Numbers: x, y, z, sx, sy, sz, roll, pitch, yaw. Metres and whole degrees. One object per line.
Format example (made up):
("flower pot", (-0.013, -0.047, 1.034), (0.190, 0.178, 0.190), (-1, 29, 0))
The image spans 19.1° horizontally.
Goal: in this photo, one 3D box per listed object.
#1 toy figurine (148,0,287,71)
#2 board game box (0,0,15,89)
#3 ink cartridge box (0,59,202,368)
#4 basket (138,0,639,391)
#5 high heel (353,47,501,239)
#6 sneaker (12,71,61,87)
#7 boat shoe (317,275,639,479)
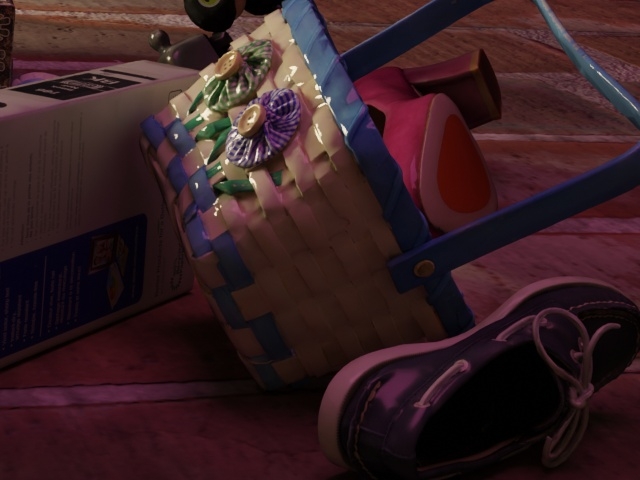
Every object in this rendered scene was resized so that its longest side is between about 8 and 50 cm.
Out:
("toy figurine", (-0.106, -0.203, 1.843), (0.148, 0.210, 0.213), (-28, 40, -36))
("board game box", (-0.434, -0.176, 1.742), (0.291, 0.141, 0.232), (2, 16, -13))
("ink cartridge box", (-0.183, -0.015, 1.215), (0.065, 0.165, 0.332), (13, 16, 24))
("basket", (0.045, -0.052, 1.204), (0.289, 0.201, 0.255), (-25, 35, -3))
("high heel", (0.058, -0.063, 1.668), (0.181, 0.127, 0.377), (-20, 13, 17))
("sneaker", (-0.213, -0.115, 1.792), (0.162, 0.063, 0.073), (-1, 34, -8))
("boat shoe", (0.114, 0.082, 1.105), (0.254, 0.095, 0.079), (-11, 21, -42))
